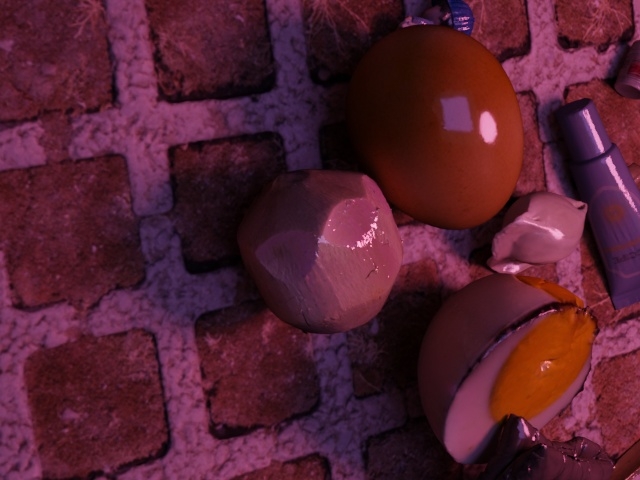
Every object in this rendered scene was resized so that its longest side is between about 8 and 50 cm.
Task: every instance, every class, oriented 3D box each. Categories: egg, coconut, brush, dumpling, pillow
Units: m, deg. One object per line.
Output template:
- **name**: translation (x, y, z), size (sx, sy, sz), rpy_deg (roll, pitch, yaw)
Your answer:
- **egg**: translation (0.261, 0.177, 1.765), size (0.337, 0.201, 0.337), rpy_deg (-23, 133, -28)
- **coconut**: translation (-0.001, -0.001, 1.595), size (0.227, 0.227, 0.230), rpy_deg (-32, 118, -25)
- **egg**: translation (0.172, -0.162, 1.669), size (0.250, 0.250, 0.322), rpy_deg (-38, 119, -23)
- **brush**: translation (0.538, 0.430, 2.027), size (0.282, 0.054, 0.048), rpy_deg (-35, 118, -24)
- **dumpling**: translation (0.356, -0.003, 1.870), size (0.229, 0.124, 0.151), rpy_deg (-7, 134, -38)
- **pillow**: translation (0.338, 0.407, 1.801), size (0.326, 0.101, 0.228), rpy_deg (23, 104, -50)

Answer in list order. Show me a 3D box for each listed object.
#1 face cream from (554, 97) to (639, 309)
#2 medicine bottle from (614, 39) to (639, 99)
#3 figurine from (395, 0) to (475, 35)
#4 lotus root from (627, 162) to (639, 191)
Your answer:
- **face cream**: translation (0.508, -0.062, 1.963), size (0.136, 0.086, 0.385), rpy_deg (-22, 107, 17)
- **medicine bottle**: translation (0.562, -0.302, 2.002), size (0.058, 0.058, 0.091), rpy_deg (32, 76, -28)
- **figurine**: translation (0.172, -0.330, 1.764), size (0.149, 0.087, 0.086), rpy_deg (-36, 147, -23)
- **lotus root**: translation (0.639, -0.012, 1.998), size (0.074, 0.261, 0.170), rpy_deg (-38, 142, -23)
